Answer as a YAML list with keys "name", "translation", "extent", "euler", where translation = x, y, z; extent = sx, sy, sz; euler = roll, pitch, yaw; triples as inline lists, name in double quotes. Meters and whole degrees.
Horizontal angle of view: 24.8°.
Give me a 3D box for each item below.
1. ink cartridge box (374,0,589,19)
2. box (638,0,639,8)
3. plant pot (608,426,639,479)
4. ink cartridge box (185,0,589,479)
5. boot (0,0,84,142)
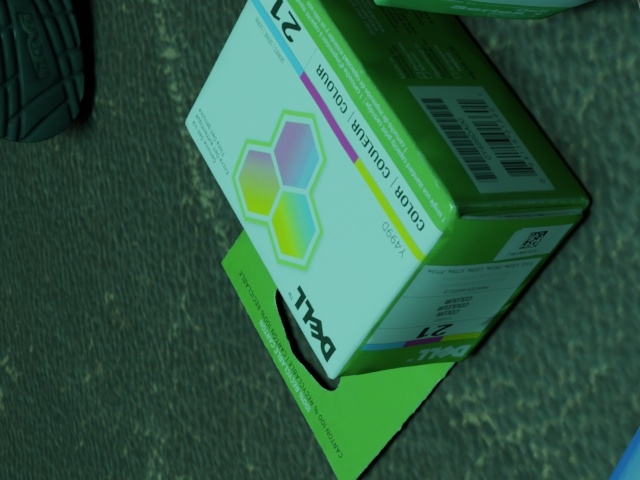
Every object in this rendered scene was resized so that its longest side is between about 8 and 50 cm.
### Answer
- name: "ink cartridge box"
  translation: [0.091, -0.181, 0.577]
  extent: [0.219, 0.092, 0.160]
  euler: [-166, 81, -79]
- name: "box"
  translation: [0.183, -0.149, 0.602]
  extent: [0.137, 0.027, 0.094]
  euler: [-22, 75, 50]
- name: "plant pot"
  translation: [0.234, 0.073, 0.373]
  extent: [0.212, 0.236, 0.236]
  euler: [37, 104, 35]
- name: "ink cartridge box"
  translation: [0.000, 0.000, 0.792]
  extent: [0.189, 0.097, 0.255]
  euler: [59, 133, 29]
- name: "boot"
  translation: [-0.270, -0.240, 1.098]
  extent: [0.223, 0.118, 0.338]
  euler: [13, 99, 55]
